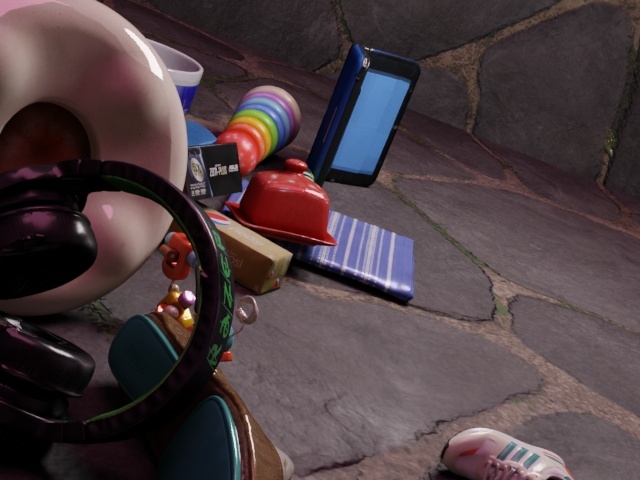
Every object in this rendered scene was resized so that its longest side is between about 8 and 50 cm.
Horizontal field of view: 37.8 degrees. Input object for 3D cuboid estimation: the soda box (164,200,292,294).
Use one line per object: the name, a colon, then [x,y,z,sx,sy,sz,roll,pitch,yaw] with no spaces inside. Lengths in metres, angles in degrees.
soda box: [-0.134,0.008,1.335,0.181,0.058,0.061,28,19,21]

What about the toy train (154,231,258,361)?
toy train: [-0.147,0.065,1.056,0.046,0.125,0.166,4,29,-48]

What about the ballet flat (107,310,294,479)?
ballet flat: [-0.096,0.182,0.845,0.124,0.116,0.342,33,5,-35]

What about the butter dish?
butter dish: [-0.051,-0.067,1.434,0.159,0.118,0.160,14,10,-18]

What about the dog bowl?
dog bowl: [-0.395,-0.366,2.026,0.264,0.104,0.265,20,18,-7]

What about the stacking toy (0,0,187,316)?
stacking toy: [-0.420,-0.119,1.137,0.350,0.351,0.480,4,6,-42]

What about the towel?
towel: [0.000,0.000,1.557,0.336,0.040,0.243,19,21,-1]

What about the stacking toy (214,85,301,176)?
stacking toy: [-0.135,-0.199,1.838,0.141,0.141,0.330,22,25,1]

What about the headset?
headset: [-0.276,0.050,0.799,0.394,0.243,0.185,-4,-15,13]

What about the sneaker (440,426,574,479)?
sneaker: [0.212,0.254,1.021,0.161,0.057,0.075,19,13,-17]

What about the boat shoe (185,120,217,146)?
boat shoe: [-0.256,-0.145,1.597,0.109,0.089,0.258,41,18,16]

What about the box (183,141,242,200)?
box: [-0.229,-0.095,1.367,0.180,0.078,0.147,-3,7,27]

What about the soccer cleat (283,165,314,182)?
soccer cleat: [-0.046,-0.102,1.744,0.072,0.060,0.179,10,24,-27]

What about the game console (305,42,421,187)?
game console: [0.093,-0.225,1.867,0.173,0.293,0.250,18,19,-10]
